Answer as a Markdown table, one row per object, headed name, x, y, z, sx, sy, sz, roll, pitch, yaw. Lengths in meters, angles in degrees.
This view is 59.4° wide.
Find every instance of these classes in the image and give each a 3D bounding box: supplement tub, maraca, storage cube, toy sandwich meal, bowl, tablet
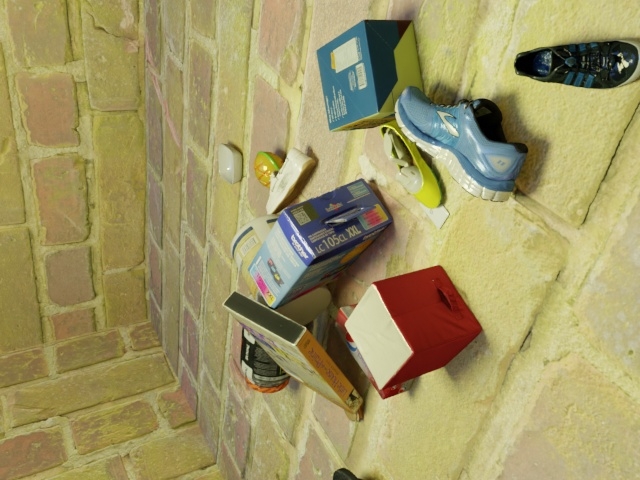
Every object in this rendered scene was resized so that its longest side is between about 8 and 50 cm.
| name | x | y | z | sx | sy | sz | roll | pitch | yaw |
| --- | --- | --- | --- | --- | --- | --- | --- | --- | --- |
| supplement tub | -0.123 | 0.096 | 1.750 | 0.316 | 0.229 | 0.228 | 57 | 144 | 33 |
| maraca | -0.156 | -0.211 | 1.841 | 0.127 | 0.099 | 0.185 | 28 | 149 | 51 |
| storage cube | 0.201 | 0.192 | 1.260 | 0.183 | 0.193 | 0.215 | 61 | 147 | 28 |
| toy sandwich meal | 0.099 | 0.514 | 1.717 | 0.085 | 0.029 | 0.085 | 40 | 137 | 53 |
| bowl | -0.344 | -0.298 | 2.174 | 0.142 | 0.053 | 0.142 | 39 | 131 | 49 |
| supplement tub | -0.171 | 0.352 | 1.946 | 0.207 | 0.207 | 0.337 | 44 | 135 | 45 |
| tablet | 0.255 | -0.071 | 1.263 | 0.083 | 0.006 | 0.054 | 60 | 146 | 31 |

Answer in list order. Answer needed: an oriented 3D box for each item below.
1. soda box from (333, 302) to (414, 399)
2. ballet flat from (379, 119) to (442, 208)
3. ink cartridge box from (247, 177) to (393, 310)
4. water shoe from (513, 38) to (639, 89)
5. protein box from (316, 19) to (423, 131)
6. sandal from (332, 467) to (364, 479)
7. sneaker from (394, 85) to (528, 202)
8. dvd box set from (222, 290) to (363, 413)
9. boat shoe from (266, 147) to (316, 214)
| name | x | y | z | sx | sy | sz | roll | pitch | yaw |
| --- | --- | --- | --- | --- | --- | --- | --- | --- | --- |
| soda box | 0.141 | 0.287 | 1.497 | 0.263 | 0.092 | 0.083 | 52 | 140 | 39 |
| ballet flat | 0.192 | -0.170 | 1.257 | 0.077 | 0.077 | 0.230 | -43 | 61 | 50 |
| ink cartridge box | 0.000 | 0.000 | 1.449 | 0.151 | 0.270 | 0.395 | 55 | 146 | 14 |
| water shoe | 0.395 | -0.270 | 0.874 | 0.203 | 0.080 | 0.072 | 20 | 118 | 56 |
| protein box | 0.110 | -0.368 | 1.278 | 0.201 | 0.136 | 0.199 | -3 | 97 | 60 |
| sandal | 0.117 | 0.828 | 1.742 | 0.167 | 0.107 | 0.445 | 47 | 150 | 41 |
| sneaker | 0.276 | -0.219 | 1.088 | 0.330 | 0.130 | 0.147 | 50 | 126 | 35 |
| dvd box set | -0.072 | 0.328 | 1.624 | 0.308 | 0.062 | 0.420 | 20 | 153 | 42 |
| boat shoe | -0.111 | -0.183 | 1.747 | 0.096 | 0.098 | 0.277 | 47 | 134 | 8 |
